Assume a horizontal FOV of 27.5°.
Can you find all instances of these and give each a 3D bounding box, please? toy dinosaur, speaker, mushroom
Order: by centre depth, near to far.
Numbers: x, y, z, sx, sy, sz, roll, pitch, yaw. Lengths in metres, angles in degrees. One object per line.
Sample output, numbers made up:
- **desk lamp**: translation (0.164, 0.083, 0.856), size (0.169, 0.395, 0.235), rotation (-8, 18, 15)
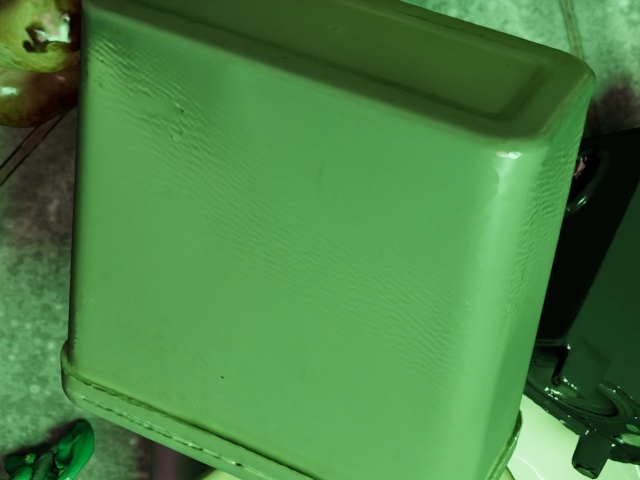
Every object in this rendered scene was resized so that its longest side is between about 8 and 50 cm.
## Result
- **mushroom**: translation (-0.259, -0.225, 1.017), size (0.267, 0.254, 0.267), rotation (0, 87, 0)
- **speaker**: translation (0.279, 0.064, 1.166), size (0.232, 0.184, 0.254), rotation (37, 70, -21)
- **toy dinosaur**: translation (-0.263, 0.230, 1.246), size (0.096, 0.132, 0.059), rotation (-28, 117, 29)

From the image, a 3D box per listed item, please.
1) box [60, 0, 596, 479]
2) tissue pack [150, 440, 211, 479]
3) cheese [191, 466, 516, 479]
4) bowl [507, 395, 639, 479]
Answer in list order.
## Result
- **box**: translation (-0.008, 0.000, 0.950), size (0.352, 0.177, 0.344), rotation (21, 126, 18)
- **tissue pack**: translation (-0.056, 0.212, 1.262), size (0.215, 0.123, 0.256), rotation (1, 102, -9)
- **cheese**: translation (0.038, 0.249, 1.124), size (0.265, 0.124, 0.242), rotation (-35, 85, -3)
- **bowl**: translation (0.172, 0.276, 1.286), size (0.277, 0.145, 0.277), rotation (2, 83, -15)
